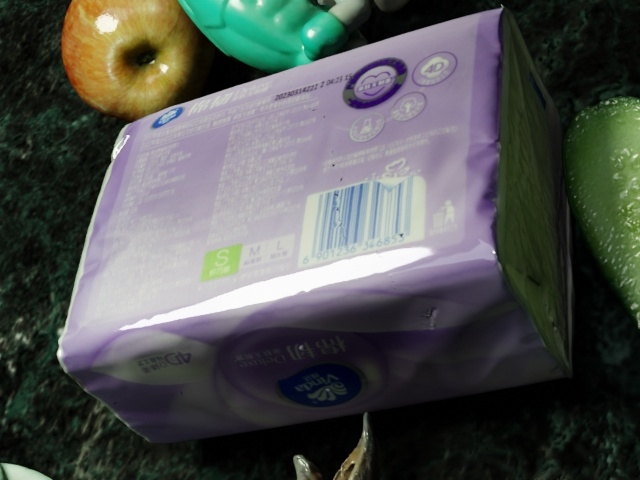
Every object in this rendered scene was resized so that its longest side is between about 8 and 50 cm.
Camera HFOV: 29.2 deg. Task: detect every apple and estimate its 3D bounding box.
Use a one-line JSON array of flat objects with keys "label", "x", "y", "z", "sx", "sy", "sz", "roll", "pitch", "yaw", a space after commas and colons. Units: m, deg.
[{"label": "apple", "x": -0.165, "y": -0.177, "z": 1.131, "sx": 0.146, "sy": 0.146, "sz": 0.131, "roll": -42, "pitch": 30, "yaw": 0}]

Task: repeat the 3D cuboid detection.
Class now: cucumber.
[{"label": "cucumber", "x": 0.236, "y": -0.006, "z": 0.798, "sx": 0.115, "sy": 0.063, "sz": 0.244, "roll": -37, "pitch": 46, "yaw": 17}]

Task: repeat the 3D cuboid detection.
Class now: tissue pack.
[{"label": "tissue pack", "x": 0.000, "y": 0.000, "z": 0.882, "sx": 0.338, "sy": 0.160, "sz": 0.242, "roll": -13, "pitch": 46, "yaw": 27}]

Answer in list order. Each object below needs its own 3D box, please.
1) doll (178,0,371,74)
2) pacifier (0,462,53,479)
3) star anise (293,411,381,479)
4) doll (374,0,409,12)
[{"label": "doll", "x": -0.018, "y": -0.197, "z": 1.054, "sx": 0.153, "sy": 0.258, "sz": 0.195, "roll": -41, "pitch": 7, "yaw": -18}, {"label": "pacifier", "x": -0.316, "y": 0.221, "z": 0.871, "sx": 0.288, "sy": 0.269, "sz": 0.343, "roll": -28, "pitch": 45, "yaw": -21}, {"label": "star anise", "x": 0.011, "y": 0.210, "z": 0.794, "sx": 0.182, "sy": 0.065, "sz": 0.195, "roll": -40, "pitch": 41, "yaw": -4}, {"label": "doll", "x": 0.106, "y": -0.264, "z": 1.075, "sx": 0.160, "sy": 0.059, "sz": 0.161, "roll": -45, "pitch": 46, "yaw": -4}]
